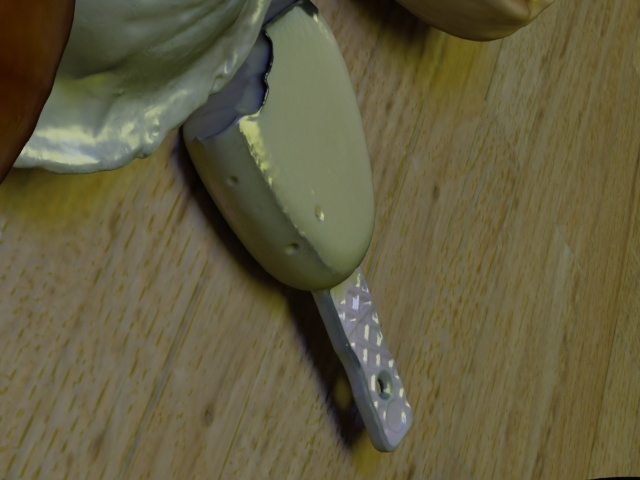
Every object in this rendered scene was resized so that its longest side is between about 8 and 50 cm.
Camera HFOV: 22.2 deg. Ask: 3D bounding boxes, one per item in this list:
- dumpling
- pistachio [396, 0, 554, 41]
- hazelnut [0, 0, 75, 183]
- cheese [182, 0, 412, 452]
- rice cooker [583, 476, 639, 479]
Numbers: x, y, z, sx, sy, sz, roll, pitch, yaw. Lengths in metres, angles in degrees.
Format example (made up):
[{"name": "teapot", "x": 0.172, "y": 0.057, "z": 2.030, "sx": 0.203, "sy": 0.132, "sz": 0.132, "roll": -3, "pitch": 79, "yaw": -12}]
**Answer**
[{"name": "dumpling", "x": -0.093, "y": -0.113, "z": 0.689, "sx": 0.216, "sy": 0.126, "sz": 0.166, "roll": -24, "pitch": 118, "yaw": -61}, {"name": "pistachio", "x": 0.076, "y": -0.198, "z": 0.999, "sx": 0.200, "sy": 0.117, "sz": 0.145, "roll": 24, "pitch": 23, "yaw": -46}, {"name": "hazelnut", "x": -0.178, "y": -0.063, "z": 0.492, "sx": 0.186, "sy": 0.210, "sz": 0.210, "roll": 31, "pitch": 53, "yaw": -23}, {"name": "cheese", "x": 0.000, "y": 0.000, "z": 0.869, "sx": 0.127, "sy": 0.050, "sz": 0.255, "roll": -45, "pitch": 120, "yaw": -54}, {"name": "rice cooker", "x": 0.164, "y": 0.263, "z": 0.887, "sx": 0.280, "sy": 0.241, "sz": 0.227, "roll": -41, "pitch": 129, "yaw": -13}]
